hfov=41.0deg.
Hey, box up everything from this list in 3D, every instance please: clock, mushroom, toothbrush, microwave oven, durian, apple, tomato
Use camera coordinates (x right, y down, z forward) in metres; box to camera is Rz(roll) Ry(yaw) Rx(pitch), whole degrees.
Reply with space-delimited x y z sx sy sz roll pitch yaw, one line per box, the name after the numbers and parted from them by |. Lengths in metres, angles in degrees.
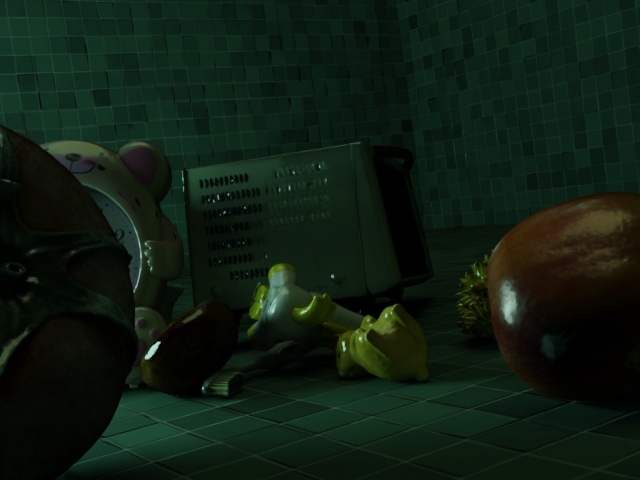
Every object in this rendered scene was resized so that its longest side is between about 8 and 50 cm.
-0.315 0.022 1.070 0.284 0.309 0.114 3 -9 -1 | clock
-0.151 0.120 0.971 0.087 0.127 0.127 41 22 17 | mushroom
-0.050 0.143 1.090 0.037 0.028 0.375 0 6 21 | toothbrush
0.000 0.000 1.379 0.333 0.247 0.394 -8 -3 15 | microwave oven
0.273 0.056 1.030 0.250 0.137 0.183 -13 8 35 | durian
0.244 0.046 0.737 0.199 0.199 0.199 -8 3 0 | apple
-0.296 0.057 0.649 0.283 0.316 0.317 -28 -9 34 | tomato

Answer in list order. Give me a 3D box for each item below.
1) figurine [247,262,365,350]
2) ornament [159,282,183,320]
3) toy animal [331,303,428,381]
-0.003 0.102 1.055 0.130 0.109 0.178 6 -17 40 | figurine
-0.279 0.049 1.205 0.120 0.285 0.130 -22 9 35 | ornament
0.053 0.125 0.944 0.070 0.083 0.159 -40 8 -29 | toy animal
